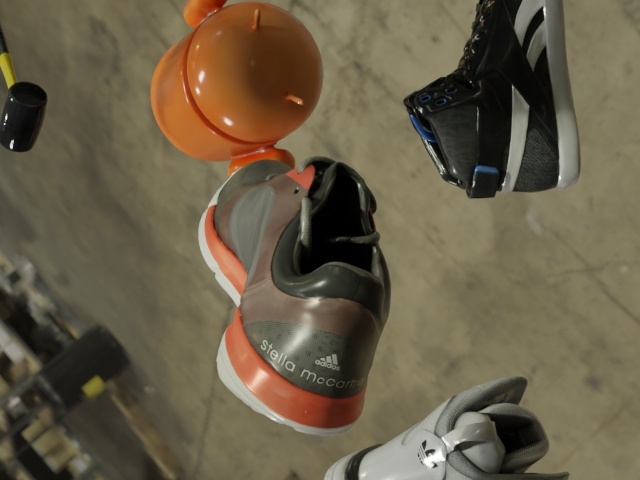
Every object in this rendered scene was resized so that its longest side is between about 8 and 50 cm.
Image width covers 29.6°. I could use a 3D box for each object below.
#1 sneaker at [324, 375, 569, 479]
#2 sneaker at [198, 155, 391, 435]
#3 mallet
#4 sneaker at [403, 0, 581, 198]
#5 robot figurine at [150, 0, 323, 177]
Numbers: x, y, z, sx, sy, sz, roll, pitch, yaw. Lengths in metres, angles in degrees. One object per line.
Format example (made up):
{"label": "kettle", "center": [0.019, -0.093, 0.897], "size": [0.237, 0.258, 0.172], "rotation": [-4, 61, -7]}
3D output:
{"label": "sneaker", "center": [0.184, 0.258, 1.305], "size": [0.210, 0.366, 0.137], "rotation": [-36, 59, 26]}
{"label": "sneaker", "center": [0.000, 0.000, 0.406], "size": [0.061, 0.065, 0.158], "rotation": [20, -158, -18]}
{"label": "mallet", "center": [-0.299, -0.160, 1.146], "size": [0.189, 0.039, 0.062], "rotation": [59, 139, 41]}
{"label": "sneaker", "center": [0.117, -0.138, 0.896], "size": [0.079, 0.121, 0.216], "rotation": [123, 138, -84]}
{"label": "robot figurine", "center": [-0.075, -0.139, 1.095], "size": [0.128, 0.158, 0.219], "rotation": [19, 167, -21]}
